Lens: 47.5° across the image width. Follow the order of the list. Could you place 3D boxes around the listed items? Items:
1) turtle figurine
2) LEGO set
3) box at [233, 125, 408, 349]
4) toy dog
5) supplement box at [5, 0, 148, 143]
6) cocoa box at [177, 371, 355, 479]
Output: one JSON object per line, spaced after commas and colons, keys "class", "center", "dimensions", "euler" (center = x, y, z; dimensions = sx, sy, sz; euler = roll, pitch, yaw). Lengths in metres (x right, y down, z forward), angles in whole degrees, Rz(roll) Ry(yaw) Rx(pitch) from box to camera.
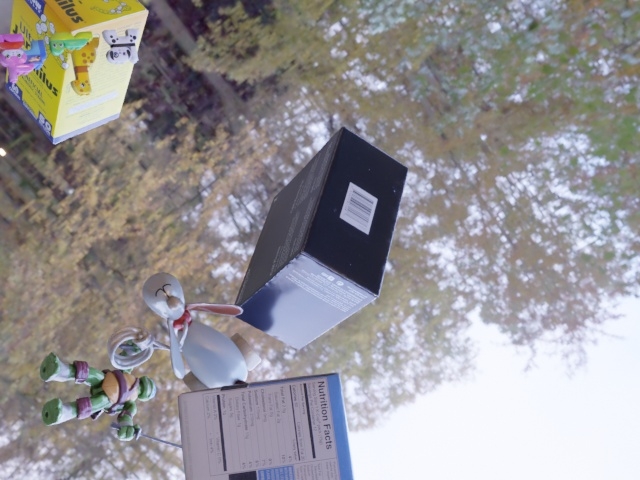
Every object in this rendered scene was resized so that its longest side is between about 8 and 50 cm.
{"class": "turtle figurine", "center": [-0.411, 0.296, 1.483], "dimensions": [0.274, 0.266, 0.198], "euler": [19, -83, 43]}
{"class": "LEGO set", "center": [-0.406, -0.281, 1.173], "dimensions": [0.227, 0.093, 0.087], "euler": [-12, -172, -28]}
{"class": "box", "center": [0.000, 0.000, 1.517], "dimensions": [0.312, 0.178, 0.343], "euler": [-39, -154, 49]}
{"class": "toy dog", "center": [-0.223, 0.215, 1.418], "dimensions": [0.161, 0.333, 0.220], "euler": [28, -95, 45]}
{"class": "supplement box", "center": [-0.553, -0.422, 1.623], "dimensions": [0.195, 0.194, 0.356], "euler": [-34, 167, -39]}
{"class": "cocoa box", "center": [-0.077, 0.335, 1.121], "dimensions": [0.227, 0.232, 0.347], "euler": [-7, 168, -6]}
